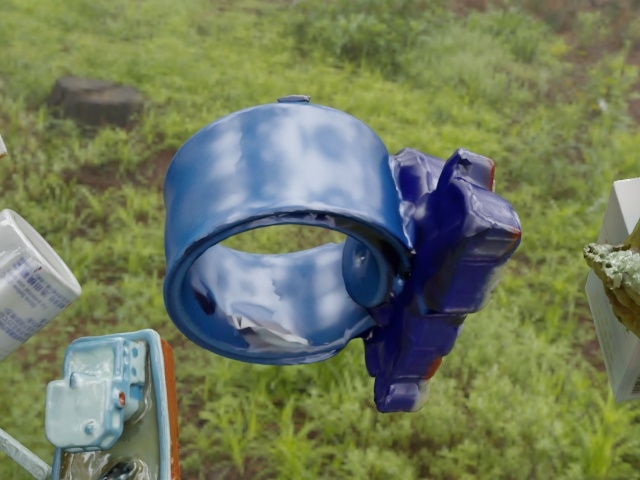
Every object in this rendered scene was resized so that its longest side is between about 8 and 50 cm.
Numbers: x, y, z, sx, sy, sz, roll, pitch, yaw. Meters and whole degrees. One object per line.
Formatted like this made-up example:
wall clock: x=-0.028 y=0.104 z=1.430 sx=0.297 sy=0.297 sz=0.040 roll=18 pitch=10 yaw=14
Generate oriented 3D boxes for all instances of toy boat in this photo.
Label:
toy boat: x=-0.233 y=0.260 z=1.126 sx=0.145 sy=0.332 sz=0.133 roll=-8 pitch=-19 yaw=19

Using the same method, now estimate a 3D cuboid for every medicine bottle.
medicine bottle: x=-0.433 y=0.121 z=1.151 sx=0.341 sy=0.130 sz=0.130 roll=-41 pitch=27 yaw=-4

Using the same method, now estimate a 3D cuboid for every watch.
watch: x=-0.002 y=0.001 z=0.691 sx=0.200 sy=0.196 sz=0.171 roll=7 pitch=40 yaw=-14

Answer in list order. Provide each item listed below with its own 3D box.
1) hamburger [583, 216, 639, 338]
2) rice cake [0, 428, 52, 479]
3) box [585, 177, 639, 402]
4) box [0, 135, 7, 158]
hamburger: x=0.327 y=0.057 z=0.729 sx=0.285 sy=0.134 sz=0.265 roll=43 pitch=2 yaw=42
rice cake: x=-0.366 y=0.242 z=1.235 sx=0.121 sy=0.021 sz=0.022 roll=34 pitch=1 yaw=6
box: x=0.347 y=0.058 z=1.134 sx=0.067 sy=0.243 sz=0.155 roll=-9 pitch=58 yaw=1
box: x=-0.437 y=-0.156 z=1.005 sx=0.274 sy=0.221 sz=0.091 roll=3 pitch=29 yaw=44
